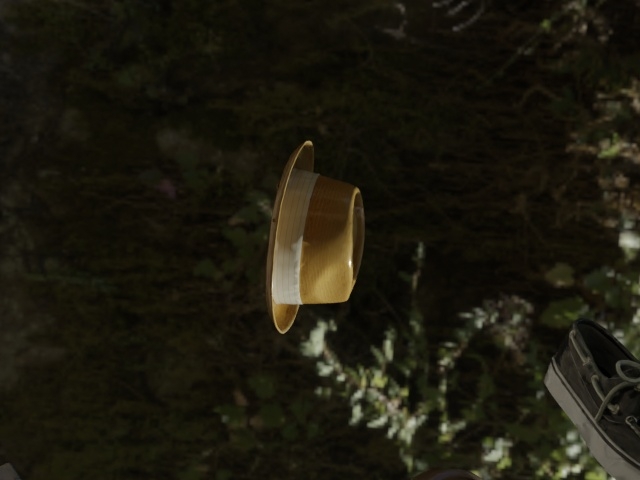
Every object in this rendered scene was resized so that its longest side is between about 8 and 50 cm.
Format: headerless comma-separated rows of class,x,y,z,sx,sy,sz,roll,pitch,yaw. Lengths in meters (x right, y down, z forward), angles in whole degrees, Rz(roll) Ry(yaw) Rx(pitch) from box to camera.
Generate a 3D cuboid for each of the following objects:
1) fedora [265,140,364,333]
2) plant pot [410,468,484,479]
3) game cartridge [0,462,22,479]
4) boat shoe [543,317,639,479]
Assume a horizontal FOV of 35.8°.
fedora,0.000,0.000,0.982,0.194,0.079,0.194,8,90,-81
plant pot,0.280,0.531,1.727,0.229,0.263,0.263,-20,-121,55
game cartridge,-0.430,0.421,1.213,0.068,0.230,0.355,45,-24,27
boat shoe,0.355,0.185,1.102,0.306,0.113,0.105,-113,-144,-66
